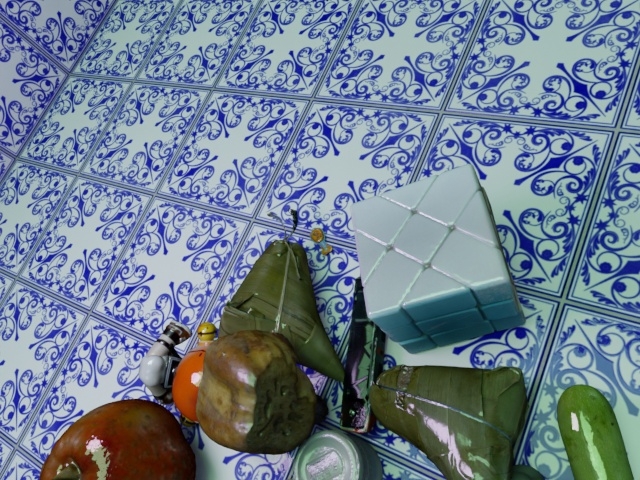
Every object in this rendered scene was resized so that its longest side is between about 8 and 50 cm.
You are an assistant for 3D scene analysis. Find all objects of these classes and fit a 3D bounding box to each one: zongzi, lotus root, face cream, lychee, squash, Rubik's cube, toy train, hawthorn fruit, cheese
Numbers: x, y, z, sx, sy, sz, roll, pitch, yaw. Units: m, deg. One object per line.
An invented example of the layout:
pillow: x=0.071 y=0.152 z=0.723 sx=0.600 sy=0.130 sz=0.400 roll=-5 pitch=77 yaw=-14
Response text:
zongzi: x=0.250 y=0.449 z=1.232 sx=0.356 sy=0.174 sz=0.392 roll=-4 pitch=42 yaw=30
lotus root: x=-0.126 y=0.373 z=1.362 sx=0.316 sy=0.316 sz=0.250 roll=-57 pitch=27 yaw=-9
face cream: x=0.043 y=0.552 z=1.348 sx=0.177 sy=0.153 sz=0.177 roll=-13 pitch=60 yaw=23
lychee: x=-0.012 y=0.445 z=1.488 sx=0.083 sy=0.068 sz=0.067 roll=-50 pitch=13 yaw=0
squash: x=0.570 y=0.478 z=1.139 sx=0.118 sy=0.118 sz=0.370 roll=-15 pitch=62 yaw=20
Rubik's cube: x=0.288 y=0.058 z=1.379 sx=0.322 sy=0.316 sz=0.318 roll=-18 pitch=58 yaw=17
zongzi: x=-0.041 y=0.155 z=1.622 sx=0.418 sy=0.181 sz=0.447 roll=24 pitch=54 yaw=5
toy train: x=0.122 y=0.296 z=1.479 sx=0.086 sy=0.089 sz=0.409 roll=-5 pitch=64 yaw=27
hawthorn fruit: x=-0.542 y=0.619 z=1.472 sx=0.403 sy=0.403 sz=0.402 roll=-12 pitch=60 yaw=22
cheese: x=0.000 y=0.000 z=1.738 sx=0.047 sy=0.017 sz=0.111 roll=-39 pitch=55 yaw=8

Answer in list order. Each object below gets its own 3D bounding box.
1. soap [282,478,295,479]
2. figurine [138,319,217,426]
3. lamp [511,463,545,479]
soap: x=-0.084 y=0.715 z=1.377 sx=0.140 sy=0.073 sz=0.232 roll=-16 pitch=58 yaw=14
figurine: x=-0.346 y=0.394 z=1.586 sx=0.323 sy=0.196 sz=0.320 roll=15 pitch=100 yaw=22
lamp: x=0.428 y=0.530 z=1.191 sx=0.105 sy=0.105 sz=0.105 roll=-12 pitch=60 yaw=22
